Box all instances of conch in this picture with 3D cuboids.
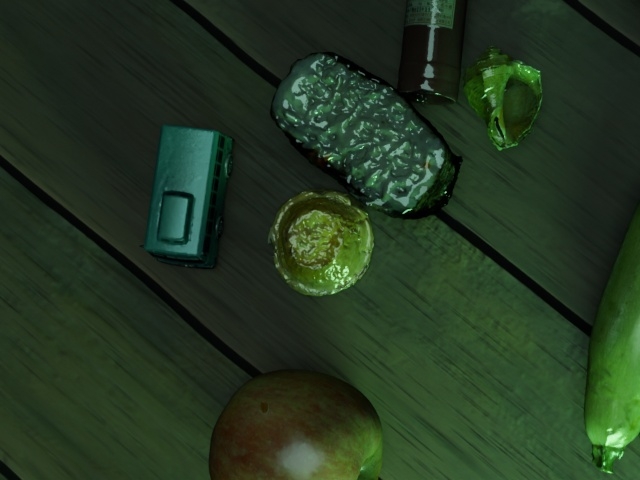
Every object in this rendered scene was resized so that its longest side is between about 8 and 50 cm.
[{"bbox_3d":[0.208,-0.165,1.399,0.089,0.074,0.121,-14,80,18],"label":"conch"}]

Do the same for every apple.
[{"bbox_3d":[-0.027,0.234,1.355,0.174,0.188,0.188,20,89,20],"label":"apple"}]

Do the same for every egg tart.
[{"bbox_3d":[0.000,0.000,1.435,0.128,0.049,0.129,0,87,7],"label":"egg tart"}]

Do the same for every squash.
[{"bbox_3d":[0.359,0.070,1.343,0.118,0.118,0.371,24,94,10],"label":"squash"}]

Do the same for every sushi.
[{"bbox_3d":[0.053,-0.114,1.394,0.225,0.127,0.124,38,93,17],"label":"sushi"}]

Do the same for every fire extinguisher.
[{"bbox_3d":[0.121,-0.274,1.426,0.099,0.071,0.231,2,85,27],"label":"fire extinguisher"}]

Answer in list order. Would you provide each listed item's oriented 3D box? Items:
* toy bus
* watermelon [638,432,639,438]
[{"bbox_3d":[-0.154,-0.050,1.440,0.079,0.092,0.160,8,87,11],"label":"toy bus"},{"bbox_3d":[0.447,0.217,1.344,0.187,0.071,0.139,24,83,18],"label":"watermelon"}]
